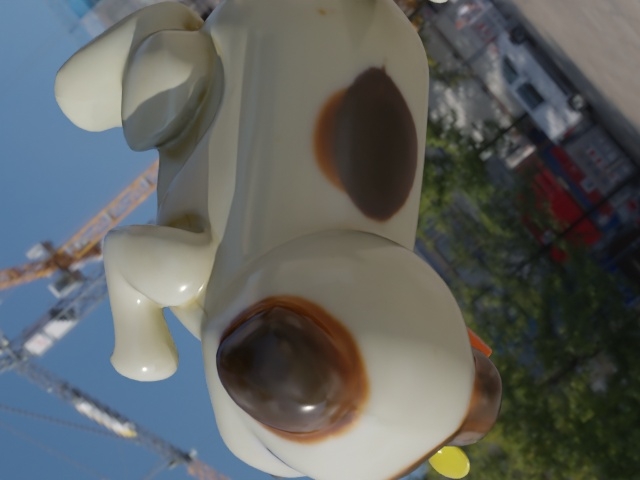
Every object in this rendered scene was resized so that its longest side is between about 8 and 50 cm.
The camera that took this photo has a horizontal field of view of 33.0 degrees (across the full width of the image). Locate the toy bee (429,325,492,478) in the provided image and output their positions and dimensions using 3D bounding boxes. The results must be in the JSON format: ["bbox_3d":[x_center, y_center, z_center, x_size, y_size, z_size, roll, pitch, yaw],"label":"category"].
[{"bbox_3d":[0.063,0.215,1.258,0.195,0.298,0.162,64,159,10],"label":"toy bee"}]

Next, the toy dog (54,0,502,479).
[{"bbox_3d":[0.000,0.000,0.870,0.284,0.395,0.408,24,-136,-46],"label":"toy dog"}]
